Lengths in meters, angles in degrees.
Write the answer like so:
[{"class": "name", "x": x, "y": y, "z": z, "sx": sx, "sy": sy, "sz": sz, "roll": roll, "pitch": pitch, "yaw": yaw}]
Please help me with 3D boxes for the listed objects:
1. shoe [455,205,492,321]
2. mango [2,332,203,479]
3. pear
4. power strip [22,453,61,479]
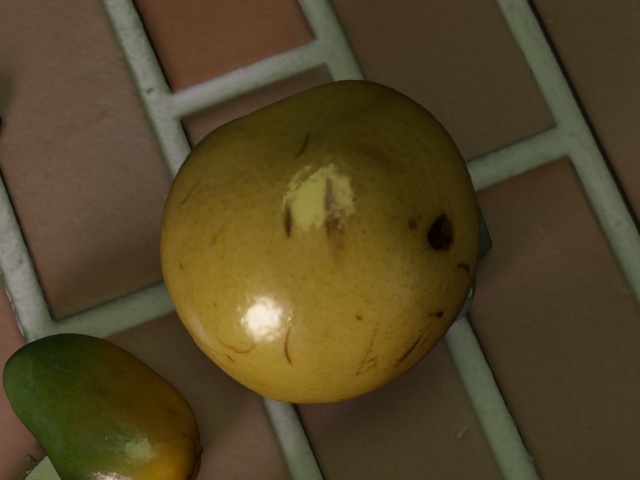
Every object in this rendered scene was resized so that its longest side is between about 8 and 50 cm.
[{"class": "shoe", "x": 0.154, "y": 0.004, "z": 1.824, "sx": 0.078, "sy": 0.079, "sz": 0.195, "roll": 13, "pitch": 62, "yaw": -32}, {"class": "mango", "x": -0.239, "y": 0.195, "z": 1.753, "sx": 0.251, "sy": 0.114, "sz": 0.156, "roll": 41, "pitch": 89, "yaw": 24}, {"class": "pear", "x": 0.000, "y": 0.000, "z": 1.687, "sx": 0.348, "sy": 0.348, "sz": 0.348, "roll": 0, "pitch": 74, "yaw": 1}, {"class": "power strip", "x": -0.278, "y": 0.284, "z": 1.771, "sx": 0.136, "sy": 0.019, "sz": 0.051, "roll": 40, "pitch": 81, "yaw": 11}]
